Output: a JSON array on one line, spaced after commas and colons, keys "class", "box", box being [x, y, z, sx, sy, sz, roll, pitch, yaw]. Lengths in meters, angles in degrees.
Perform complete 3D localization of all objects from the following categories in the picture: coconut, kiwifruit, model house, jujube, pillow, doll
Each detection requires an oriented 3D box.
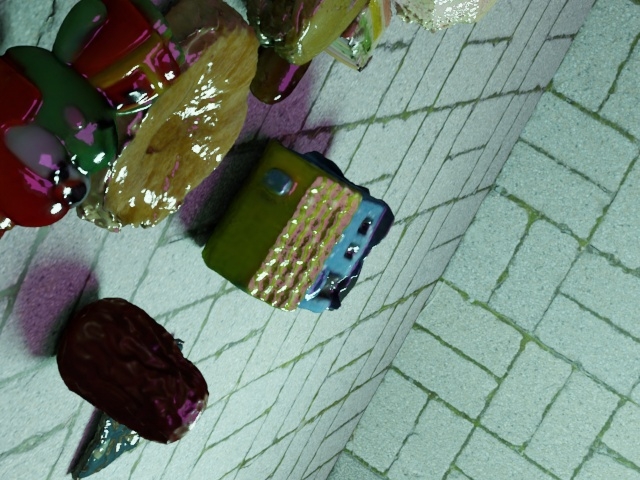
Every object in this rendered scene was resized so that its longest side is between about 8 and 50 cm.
[{"class": "coconut", "box": [0.191, -0.444, 1.904, 0.233, 0.233, 0.245, -53, 165, -12]}, {"class": "kiwifruit", "box": [-0.056, -0.256, 1.825, 0.124, 0.075, 0.075, -56, 164, 7]}, {"class": "model house", "box": [-0.054, -0.029, 2.040, 0.237, 0.215, 0.303, -58, 159, 6]}, {"class": "jujube", "box": [-0.265, 0.187, 1.796, 0.155, 0.230, 0.155, -51, 180, 0]}, {"class": "pillow", "box": [-0.323, 0.288, 2.152, 0.189, 0.034, 0.255, -25, 145, -61]}, {"class": "doll", "box": [-0.295, -0.105, 1.266, 0.363, 0.160, 0.182, -51, 162, -10]}]

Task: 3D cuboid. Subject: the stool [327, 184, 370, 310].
[{"class": "stool", "box": [0.000, 0.000, 2.282, 0.232, 0.141, 0.232, 18, 90, -73]}]

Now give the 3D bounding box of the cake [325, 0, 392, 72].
[{"class": "cake", "box": [0.047, -0.336, 1.887, 0.109, 0.090, 0.225, -57, 174, -3]}]

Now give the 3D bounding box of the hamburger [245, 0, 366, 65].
[{"class": "hamburger", "box": [-0.018, -0.335, 1.703, 0.189, 0.122, 0.215, -56, 168, 6]}]

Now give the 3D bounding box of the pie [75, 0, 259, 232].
[{"class": "pie", "box": [-0.192, -0.152, 1.611, 0.339, 0.083, 0.339, -53, 165, -21]}]
